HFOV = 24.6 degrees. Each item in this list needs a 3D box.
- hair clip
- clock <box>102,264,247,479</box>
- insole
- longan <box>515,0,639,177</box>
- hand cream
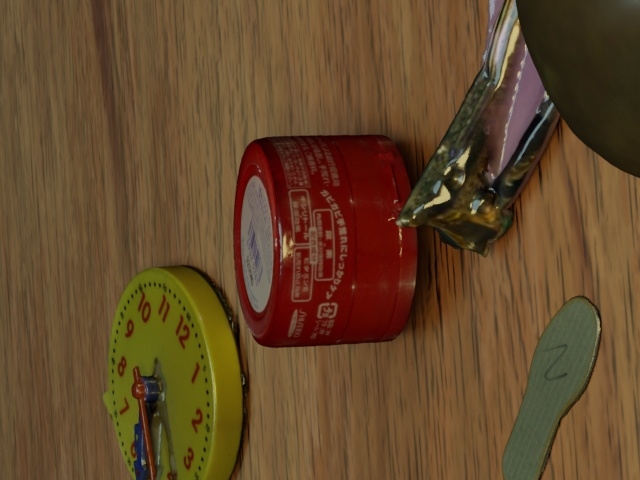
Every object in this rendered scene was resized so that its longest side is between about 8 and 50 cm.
[{"bbox_3d":[0.152,-0.151,1.159,0.110,0.096,0.358,-87,15,-74],"label":"hair clip"},{"bbox_3d":[-0.181,0.171,1.668,0.277,0.071,0.293,53,133,42],"label":"clock"},{"bbox_3d":[0.182,0.126,1.174,0.064,0.004,0.188,47,129,46],"label":"insole"},{"bbox_3d":[0.250,-0.195,0.824,0.288,0.288,0.350,49,120,44],"label":"longan"},{"bbox_3d":[0.000,0.000,1.294,0.193,0.125,0.193,180,90,-75],"label":"hand cream"}]
